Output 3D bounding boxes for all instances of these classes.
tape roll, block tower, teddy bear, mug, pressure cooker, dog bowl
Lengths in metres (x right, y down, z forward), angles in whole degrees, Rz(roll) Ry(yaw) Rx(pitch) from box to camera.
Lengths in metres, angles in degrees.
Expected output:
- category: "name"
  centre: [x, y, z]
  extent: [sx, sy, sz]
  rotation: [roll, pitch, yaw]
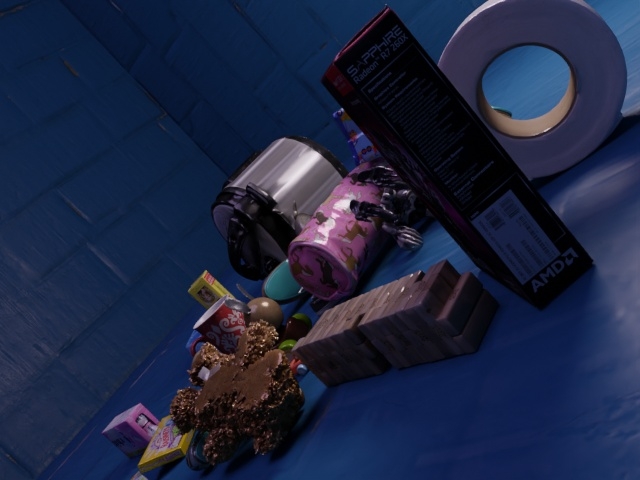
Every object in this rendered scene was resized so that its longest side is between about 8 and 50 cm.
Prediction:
- category: "tape roll"
  centre: [0.326, -0.245, 0.958]
  extent: [0.286, 0.286, 0.100]
  rotation: [-38, 10, 30]
- category: "block tower"
  centre: [0.091, 0.128, 0.874]
  extent: [0.335, 0.091, 0.097]
  rotation: [-31, 14, 51]
- category: "teddy bear"
  centre: [-0.142, 0.266, 1.046]
  extent: [0.338, 0.113, 0.245]
  rotation: [-27, 38, 37]
- category: "mug"
  centre: [-0.211, 0.236, 1.420]
  extent: [0.150, 0.169, 0.113]
  rotation: [-43, 10, 7]
- category: "pressure cooker"
  centre: [-0.130, -0.075, 1.871]
  extent: [0.420, 0.370, 0.375]
  rotation: [-49, 27, -24]
- category: "dog bowl"
  centre: [-0.374, 0.315, 2.056]
  extent: [0.166, 0.074, 0.297]
  rotation: [-42, 10, 5]

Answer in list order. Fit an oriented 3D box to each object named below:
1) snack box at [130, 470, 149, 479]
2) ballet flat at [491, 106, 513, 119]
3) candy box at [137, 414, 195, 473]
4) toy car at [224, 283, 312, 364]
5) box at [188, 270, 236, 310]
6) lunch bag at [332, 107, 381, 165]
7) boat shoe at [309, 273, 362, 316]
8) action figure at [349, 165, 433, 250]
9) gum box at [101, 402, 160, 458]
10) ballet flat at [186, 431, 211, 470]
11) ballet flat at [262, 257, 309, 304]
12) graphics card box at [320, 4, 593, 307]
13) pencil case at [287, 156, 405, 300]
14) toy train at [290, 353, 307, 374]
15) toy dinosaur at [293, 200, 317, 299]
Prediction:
- category: "snack box"
  centre: [-0.389, 0.536, 1.242]
  extent: [0.100, 0.037, 0.141]
  rotation: [-46, 9, -25]
- category: "ballet flat"
  centre: [0.336, -0.225, 1.399]
  extent: [0.123, 0.123, 0.348]
  rotation: [-44, 7, -4]
- category: "candy box"
  centre: [-0.336, 0.444, 1.372]
  extent: [0.105, 0.027, 0.206]
  rotation: [-26, 10, 5]
- category: "toy car"
  centre: [-0.125, 0.177, 1.249]
  extent: [0.149, 0.188, 0.155]
  rotation: [-40, 8, 17]
- category: "box"
  centre: [-0.236, 0.182, 1.568]
  extent: [0.058, 0.232, 0.087]
  rotation: [-45, 8, 4]
- category: "lunch bag"
  centre: [0.201, -0.291, 1.419]
  extent: [0.221, 0.138, 0.293]
  rotation: [-24, 0, 29]
- category: "boat shoe"
  centre: [0.035, 0.109, 1.346]
  extent: [0.142, 0.040, 0.049]
  rotation: [-45, 9, -8]
- category: "action figure"
  centre: [0.178, -0.065, 1.226]
  extent: [0.275, 0.141, 0.164]
  rotation: [8, -72, -53]
- category: "gum box"
  centre: [-0.484, 0.500, 1.582]
  extent: [0.188, 0.107, 0.062]
  rotation: [-34, 13, 45]
- category: "ballet flat"
  centre: [-0.203, 0.362, 1.161]
  extent: [0.070, 0.070, 0.188]
  rotation: [-37, 8, 35]
- category: "ballet flat"
  centre: [-0.022, 0.063, 1.640]
  extent: [0.342, 0.116, 0.124]
  rotation: [-47, -10, -21]
- category: "graphics card box"
  centre: [0.153, -0.101, 0.764]
  extent: [0.094, 0.371, 0.233]
  rotation: [-42, 10, 4]
- category: "pencil case"
  centre: [0.077, -0.033, 1.346]
  extent: [0.386, 0.167, 0.160]
  rotation: [-49, -34, -41]
- category: "toy train"
  centre: [-0.075, 0.261, 1.113]
  extent: [0.125, 0.046, 0.166]
  rotation: [-37, 11, 36]
- category: "toy dinosaur"
  centre: [0.000, 0.000, 1.471]
  extent: [0.121, 0.314, 0.160]
  rotation: [-30, -29, 20]
